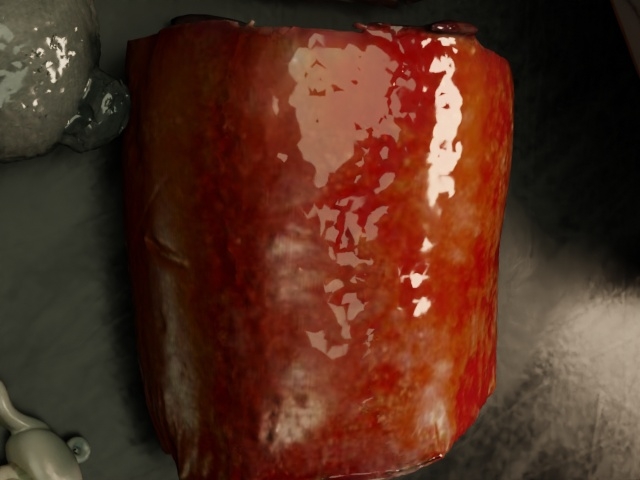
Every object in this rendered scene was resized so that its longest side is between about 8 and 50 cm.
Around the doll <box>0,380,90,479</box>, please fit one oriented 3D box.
[{"bbox_3d":[-0.205,0.159,1.156,0.113,0.071,0.135,-6,87,-22],"label":"doll"}]

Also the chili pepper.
[{"bbox_3d":[0.000,0.000,1.147,0.251,0.229,0.305,-5,102,-17],"label":"chili pepper"}]

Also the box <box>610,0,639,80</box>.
[{"bbox_3d":[0.404,-0.130,1.163,0.257,0.349,0.318,-22,94,-14],"label":"box"}]

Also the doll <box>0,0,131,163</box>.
[{"bbox_3d":[-0.284,-0.078,1.083,0.340,0.158,0.246,-32,86,-10],"label":"doll"}]

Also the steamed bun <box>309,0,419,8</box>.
[{"bbox_3d":[-0.003,-0.280,1.112,0.301,0.251,0.199,10,79,-19],"label":"steamed bun"}]
